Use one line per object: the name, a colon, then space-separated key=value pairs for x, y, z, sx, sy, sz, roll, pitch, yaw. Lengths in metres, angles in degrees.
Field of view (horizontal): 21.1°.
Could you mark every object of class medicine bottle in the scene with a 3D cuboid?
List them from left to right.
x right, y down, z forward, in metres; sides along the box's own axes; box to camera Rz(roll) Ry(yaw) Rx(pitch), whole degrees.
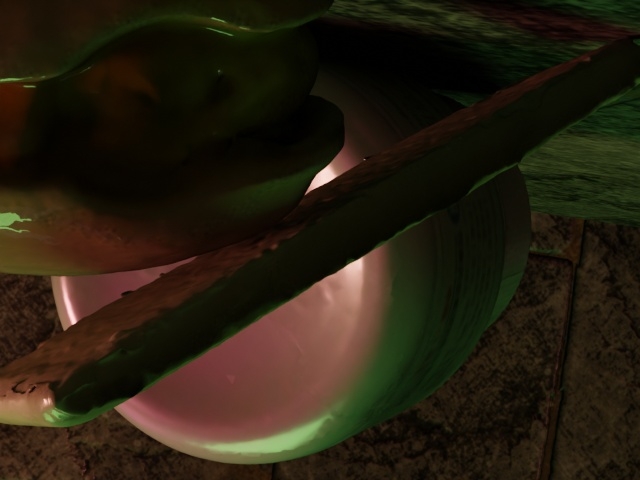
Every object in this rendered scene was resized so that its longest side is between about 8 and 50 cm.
medicine bottle: x=0.000 y=0.000 z=1.149 sx=0.256 sy=0.256 sz=0.325 roll=8 pitch=-172 yaw=23

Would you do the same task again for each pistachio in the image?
pistachio: x=-0.130 y=-0.073 z=0.783 sx=0.288 sy=0.166 sz=0.197 roll=4 pitch=-158 yaw=8

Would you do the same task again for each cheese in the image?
cheese: x=0.014 y=-0.012 z=0.806 sx=0.400 sy=0.034 sz=0.085 roll=-31 pitch=-171 yaw=-35
